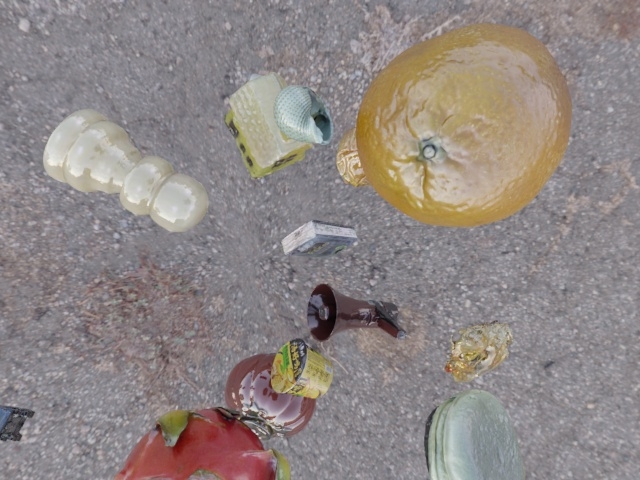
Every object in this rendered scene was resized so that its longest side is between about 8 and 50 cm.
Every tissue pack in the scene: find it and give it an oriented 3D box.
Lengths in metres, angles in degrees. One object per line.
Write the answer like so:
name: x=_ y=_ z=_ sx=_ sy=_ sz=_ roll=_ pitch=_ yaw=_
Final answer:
tissue pack: x=0.000 y=0.000 z=1.599 sx=0.235 sy=0.173 sz=0.073 roll=7 pitch=59 yaw=-47

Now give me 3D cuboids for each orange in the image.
orange: x=0.169 y=-0.136 z=0.549 sx=0.264 sy=0.264 sz=0.264 roll=0 pitch=87 yaw=-8

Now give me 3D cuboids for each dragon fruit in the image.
dragon fruit: x=-0.193 y=0.441 z=0.760 sx=0.305 sy=0.225 sz=0.306 roll=12 pitch=65 yaw=-27

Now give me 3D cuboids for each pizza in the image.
pizza: x=0.391 y=0.273 z=1.096 sx=0.189 sy=0.297 sz=0.071 roll=-26 pitch=50 yaw=2

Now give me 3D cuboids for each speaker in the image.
speaker: x=0.152 y=0.251 z=1.539 sx=0.329 sy=0.259 sz=0.198 roll=6 pitch=74 yaw=-25

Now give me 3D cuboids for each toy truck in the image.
toy truck: x=-0.732 y=0.415 z=1.024 sx=0.088 sy=0.202 sz=0.074 roll=24 pitch=63 yaw=-9

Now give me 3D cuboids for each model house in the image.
model house: x=-0.111 y=-0.280 z=1.066 sx=0.174 sy=0.234 sz=0.194 roll=-24 pitch=93 yaw=-22

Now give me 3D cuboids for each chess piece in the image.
chess piece: x=-0.370 y=-0.125 z=0.895 sx=0.299 sy=0.167 sz=0.167 roll=29 pitch=84 yaw=-2

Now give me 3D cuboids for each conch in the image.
conch: x=-0.023 y=-0.155 z=0.563 sx=0.076 sy=0.056 sz=0.085 roll=-28 pitch=98 yaw=-50

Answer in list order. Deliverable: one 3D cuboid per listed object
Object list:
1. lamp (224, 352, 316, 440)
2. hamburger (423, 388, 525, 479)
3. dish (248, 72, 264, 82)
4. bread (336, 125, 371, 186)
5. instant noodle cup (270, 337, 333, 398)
lamp: x=-0.161 y=0.502 z=1.438 sx=0.303 sy=0.303 sz=0.257 roll=31 pitch=47 yaw=-6
hamburger: x=0.179 y=0.250 z=0.517 sx=0.133 sy=0.062 sz=0.140 roll=3 pitch=65 yaw=-36
dish: x=-0.185 y=-0.465 z=1.549 sx=0.086 sy=0.236 sz=0.228 roll=1 pitch=119 yaw=7
bread: x=0.190 y=-0.331 z=1.738 sx=0.274 sy=0.149 sz=0.274 roll=11 pitch=121 yaw=19
instant noodle cup: x=-0.045 y=0.359 z=1.206 sx=0.122 sy=0.151 sz=0.151 roll=33 pitch=83 yaw=-27
